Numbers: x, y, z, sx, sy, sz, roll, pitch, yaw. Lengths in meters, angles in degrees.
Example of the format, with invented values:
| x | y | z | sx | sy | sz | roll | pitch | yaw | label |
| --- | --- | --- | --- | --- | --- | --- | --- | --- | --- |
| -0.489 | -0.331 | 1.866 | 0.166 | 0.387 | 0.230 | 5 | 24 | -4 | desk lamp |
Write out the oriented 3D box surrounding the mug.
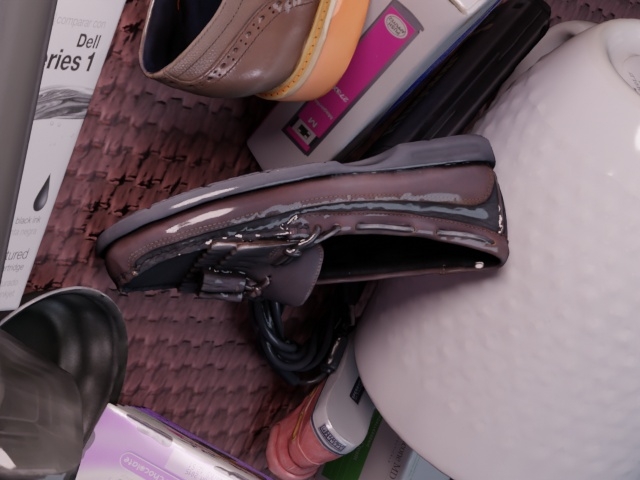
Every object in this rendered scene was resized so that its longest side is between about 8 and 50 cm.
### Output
| x | y | z | sx | sy | sz | roll | pitch | yaw | label |
| --- | --- | --- | --- | --- | --- | --- | --- | --- | --- |
| 0.206 | -0.024 | 1.555 | 0.276 | 0.374 | 0.328 | 13 | 125 | -20 | mug |

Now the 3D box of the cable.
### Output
| x | y | z | sx | sy | sz | roll | pitch | yaw | label |
| --- | --- | --- | --- | --- | --- | --- | --- | --- | --- |
| 0.000 | 0.036 | 1.531 | 0.150 | 0.047 | 0.184 | -56 | 153 | -11 | cable |

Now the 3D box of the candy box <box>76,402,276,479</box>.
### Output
| x | y | z | sx | sy | sz | roll | pitch | yaw | label |
| --- | --- | --- | --- | --- | --- | --- | --- | --- | --- |
| -0.079 | 0.181 | 1.335 | 0.070 | 0.165 | 0.196 | -61 | 176 | -4 | candy box |

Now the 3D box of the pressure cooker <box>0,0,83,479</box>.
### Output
| x | y | z | sx | sy | sz | roll | pitch | yaw | label |
| --- | --- | --- | --- | --- | --- | --- | --- | --- | --- |
| -0.278 | -0.022 | 0.652 | 0.375 | 0.370 | 0.420 | -22 | 134 | -54 | pressure cooker |

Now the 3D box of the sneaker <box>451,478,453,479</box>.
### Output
| x | y | z | sx | sy | sz | roll | pitch | yaw | label |
| --- | --- | --- | --- | --- | --- | --- | --- | --- | --- |
| 0.163 | 0.236 | 2.011 | 0.058 | 0.052 | 0.135 | -52 | 146 | 3 | sneaker |

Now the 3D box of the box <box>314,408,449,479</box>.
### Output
| x | y | z | sx | sy | sz | roll | pitch | yaw | label |
| --- | --- | --- | --- | --- | --- | --- | --- | --- | --- |
| 0.067 | 0.183 | 1.741 | 0.102 | 0.087 | 0.101 | -4 | 118 | -59 | box |

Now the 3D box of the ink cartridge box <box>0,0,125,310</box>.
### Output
| x | y | z | sx | sy | sz | roll | pitch | yaw | label |
| --- | --- | --- | --- | --- | --- | --- | --- | --- | --- |
| -0.204 | -0.076 | 1.027 | 0.160 | 0.092 | 0.219 | -4 | 119 | -59 | ink cartridge box |

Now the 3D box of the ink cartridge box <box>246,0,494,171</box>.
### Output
| x | y | z | sx | sy | sz | roll | pitch | yaw | label |
| --- | --- | --- | --- | --- | --- | --- | --- | --- | --- |
| 0.056 | -0.137 | 1.352 | 0.176 | 0.069 | 0.371 | -44 | 177 | -31 | ink cartridge box |

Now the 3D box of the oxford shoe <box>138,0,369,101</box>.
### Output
| x | y | z | sx | sy | sz | roll | pitch | yaw | label |
| --- | --- | --- | --- | --- | --- | --- | --- | --- | --- |
| -0.026 | -0.253 | 1.144 | 0.132 | 0.130 | 0.364 | -5 | 112 | -39 | oxford shoe |

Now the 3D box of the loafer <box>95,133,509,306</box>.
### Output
| x | y | z | sx | sy | sz | roll | pitch | yaw | label |
| --- | --- | --- | --- | --- | --- | --- | --- | --- | --- |
| 0.000 | 0.000 | 1.327 | 0.302 | 0.095 | 0.109 | -14 | 167 | -26 | loafer |

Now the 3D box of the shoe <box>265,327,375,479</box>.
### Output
| x | y | z | sx | sy | sz | roll | pitch | yaw | label |
| --- | --- | --- | --- | --- | --- | --- | --- | --- | --- |
| 0.011 | 0.136 | 1.640 | 0.081 | 0.063 | 0.178 | -36 | -169 | 31 | shoe |

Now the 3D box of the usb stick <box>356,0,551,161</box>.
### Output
| x | y | z | sx | sy | sz | roll | pitch | yaw | label |
| --- | --- | --- | --- | --- | --- | --- | --- | --- | --- |
| 0.083 | -0.089 | 1.490 | 0.278 | 0.045 | 0.077 | -48 | -176 | -26 | usb stick |

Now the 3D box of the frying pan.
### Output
| x | y | z | sx | sy | sz | roll | pitch | yaw | label |
| --- | --- | --- | --- | --- | --- | --- | --- | --- | --- |
| -0.236 | 0.165 | 1.243 | 0.326 | 0.053 | 0.197 | -55 | 153 | -9 | frying pan |
